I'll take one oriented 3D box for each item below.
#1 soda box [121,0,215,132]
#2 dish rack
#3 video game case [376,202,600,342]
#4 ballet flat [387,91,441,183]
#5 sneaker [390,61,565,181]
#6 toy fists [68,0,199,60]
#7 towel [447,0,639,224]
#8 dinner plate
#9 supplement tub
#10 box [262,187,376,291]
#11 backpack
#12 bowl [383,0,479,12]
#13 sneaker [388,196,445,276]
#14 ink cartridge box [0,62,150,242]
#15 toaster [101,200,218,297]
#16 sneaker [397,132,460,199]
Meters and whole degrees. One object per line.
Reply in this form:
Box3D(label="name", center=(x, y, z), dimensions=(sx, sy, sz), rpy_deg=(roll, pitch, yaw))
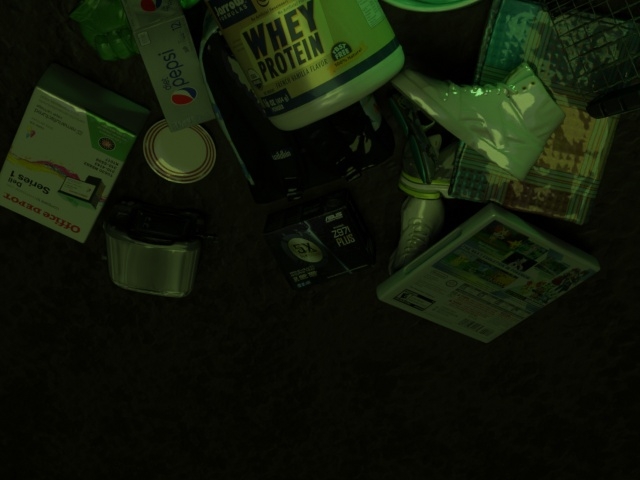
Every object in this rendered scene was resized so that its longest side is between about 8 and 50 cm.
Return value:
Box3D(label="soda box", center=(-0.257, -0.311, 1.799), dimensions=(0.091, 0.098, 0.286), rpy_deg=(-20, 152, -5))
Box3D(label="dish rack", center=(0.464, -0.331, 1.699), dimensions=(0.074, 0.208, 0.271), rpy_deg=(-27, 97, -24))
Box3D(label="video game case", center=(0.322, 0.072, 2.022), dimensions=(0.329, 0.036, 0.300), rpy_deg=(24, 131, -37))
Box3D(label="ballet flat", center=(0.181, -0.191, 1.885), dimensions=(0.070, 0.188, 0.070), rpy_deg=(-18, 161, -7))
Box3D(label="sneaker", center=(0.273, -0.245, 1.776), dimensions=(0.292, 0.108, 0.169), rpy_deg=(32, 101, -16))
Box3D(label="toy fists", center=(-0.304, -0.418, 1.822), dimensions=(0.279, 0.096, 0.142), rpy_deg=(-38, 114, 24))
Box3D(label="towel", center=(0.391, -0.227, 1.844), dimensions=(0.271, 0.040, 0.370), rpy_deg=(12, 104, -2))
Box3D(label="dinner plate", center=(-0.269, -0.174, 2.020), dimensions=(0.141, 0.017, 0.141), rpy_deg=(2, 122, 3))
Box3D(label="supplement tub", center=(-0.040, -0.347, 1.555), dimensions=(0.228, 0.228, 0.316), rpy_deg=(-24, 105, 19))
Box3D(label="box", center=(0.000, 0.000, 2.069), dimensions=(0.180, 0.077, 0.147), rpy_deg=(-18, 118, 16))
Box3D(label="backpack", center=(-0.068, -0.278, 1.817), dimensions=(0.290, 0.273, 0.355), rpy_deg=(-20, 137, 18))
Box3D(label="bowl", center=(0.196, -0.485, 1.649), dimensions=(0.311, 0.163, 0.311), rpy_deg=(-2, 84, 16))
Box3D(label="sneaker", center=(0.189, 0.012, 2.036), dimensions=(0.090, 0.115, 0.232), rpy_deg=(9, 123, -1))
Box3D(label="ink cartridge box", center=(-0.474, -0.160, 1.989), dimensions=(0.201, 0.117, 0.278), rpy_deg=(26, 122, -11))
Box3D(label="toaster", center=(-0.318, 0.020, 2.086), dimensions=(0.227, 0.129, 0.146), rpy_deg=(9, 127, -3))
Box3D(label="sneaker", center=(0.289, -0.145, 1.935), dimensions=(0.300, 0.111, 0.121), rpy_deg=(-3, 118, 5))
